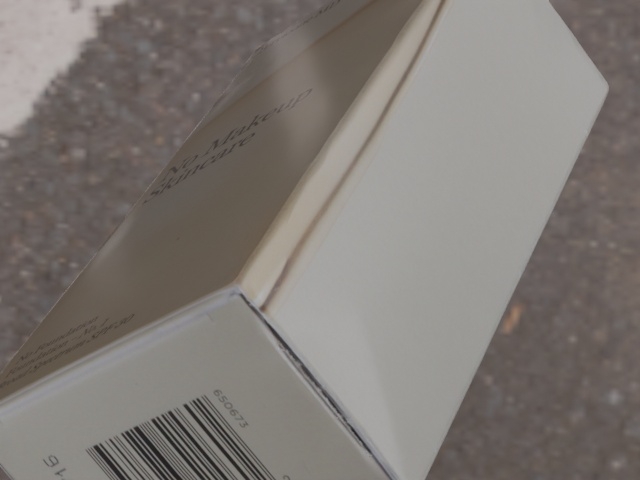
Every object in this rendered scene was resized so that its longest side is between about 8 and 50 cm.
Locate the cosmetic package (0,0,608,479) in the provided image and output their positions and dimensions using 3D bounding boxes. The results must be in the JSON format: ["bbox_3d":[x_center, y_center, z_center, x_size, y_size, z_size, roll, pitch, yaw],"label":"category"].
[{"bbox_3d":[0.000,0.000,0.824,0.113,0.160,0.309,51,36,-16],"label":"cosmetic package"}]
